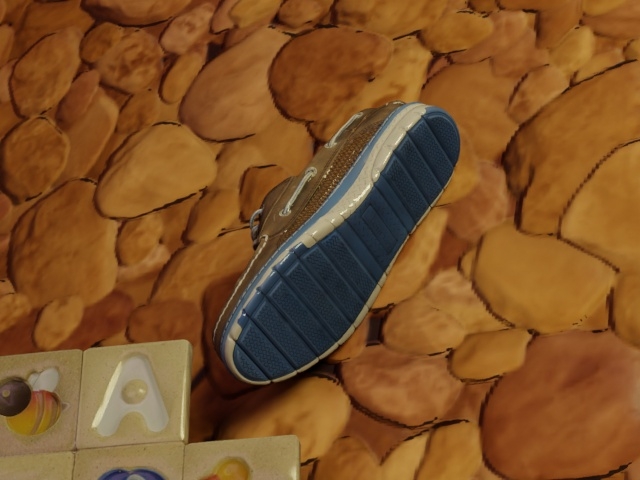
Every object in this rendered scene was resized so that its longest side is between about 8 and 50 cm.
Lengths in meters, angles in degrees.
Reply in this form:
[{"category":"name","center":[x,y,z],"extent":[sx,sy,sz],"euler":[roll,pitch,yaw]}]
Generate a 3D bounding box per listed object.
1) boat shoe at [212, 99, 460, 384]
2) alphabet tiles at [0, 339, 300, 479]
[{"category":"boat shoe","center":[0.000,0.000,0.908],"extent":[0.066,0.066,0.183],"euler":[16,56,47]},{"category":"alphabet tiles","center":[-0.150,0.206,0.799],"extent":[0.285,0.011,0.342],"euler":[-6,59,11]}]
